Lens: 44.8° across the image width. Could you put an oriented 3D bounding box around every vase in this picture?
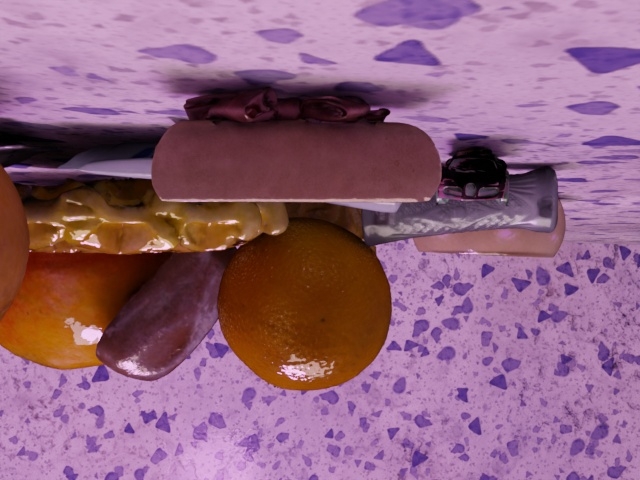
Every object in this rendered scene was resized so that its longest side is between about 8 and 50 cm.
[{"bbox_3d":[0.162,-0.043,0.907,0.219,0.096,0.096,-2,178,12],"label":"vase"}]

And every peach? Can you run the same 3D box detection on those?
[{"bbox_3d":[-0.373,0.057,1.256,0.373,0.290,0.372,3,144,2],"label":"peach"}]

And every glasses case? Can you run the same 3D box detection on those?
[{"bbox_3d":[-0.019,-0.078,0.552,0.193,0.070,0.102,0,-154,-8],"label":"glasses case"}]

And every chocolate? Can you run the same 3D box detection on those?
[{"bbox_3d":[-0.202,0.109,1.131,0.083,0.261,0.161,40,-179,26],"label":"chocolate"}]

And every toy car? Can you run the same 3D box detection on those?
[{"bbox_3d":[0.152,-0.064,0.767,0.069,0.055,0.142,2,-168,13],"label":"toy car"}]

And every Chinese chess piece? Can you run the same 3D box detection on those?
[{"bbox_3d":[0.275,-0.023,1.285,0.251,0.097,0.251,2,179,0],"label":"Chinese chess piece"}]

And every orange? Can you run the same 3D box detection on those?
[{"bbox_3d":[-0.019,0.078,0.963,0.236,0.236,0.236,2,178,0],"label":"orange"}]

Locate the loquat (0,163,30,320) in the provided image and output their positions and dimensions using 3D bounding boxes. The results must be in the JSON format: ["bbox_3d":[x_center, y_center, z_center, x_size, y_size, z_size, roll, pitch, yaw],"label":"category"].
[{"bbox_3d":[-0.345,0.015,0.565,0.263,0.263,0.263,2,178,0],"label":"loquat"}]

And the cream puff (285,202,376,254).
[{"bbox_3d":[0.005,0.003,1.162,0.195,0.194,0.221,1,-162,29],"label":"cream puff"}]

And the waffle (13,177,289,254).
[{"bbox_3d":[-0.240,-0.038,0.908,0.382,0.095,0.379,-2,-173,-17],"label":"waffle"}]

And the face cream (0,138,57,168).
[{"bbox_3d":[-0.426,-0.070,0.740,0.314,0.089,0.143,-4,-176,-3],"label":"face cream"}]

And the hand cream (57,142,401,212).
[{"bbox_3d":[-0.073,-0.067,0.738,0.321,0.067,0.109,3,-161,4],"label":"hand cream"}]
